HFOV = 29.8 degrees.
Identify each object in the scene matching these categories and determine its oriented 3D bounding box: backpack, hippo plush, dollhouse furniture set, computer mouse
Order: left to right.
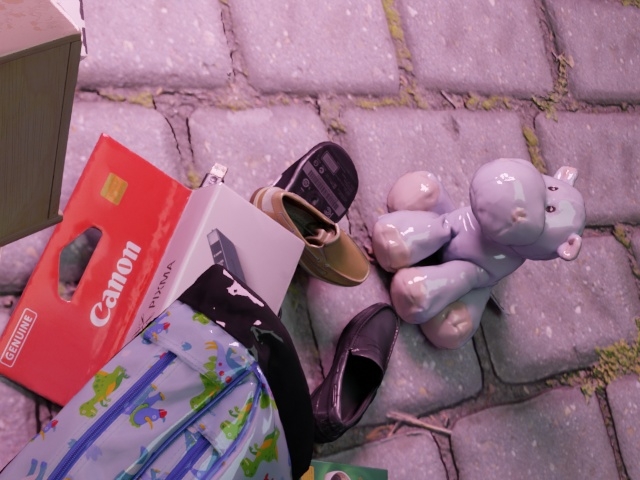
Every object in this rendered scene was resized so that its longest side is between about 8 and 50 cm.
[{"bbox_3d":[-0.395,-0.200,1.087,0.362,0.256,0.394,-26,64,-34],"label":"dollhouse furniture set"},{"bbox_3d":[-0.160,0.246,1.081,0.355,0.290,0.273,-30,55,-25],"label":"backpack"},{"bbox_3d":[-0.070,-0.043,1.477,0.184,0.060,0.262,46,60,-26],"label":"computer mouse"},{"bbox_3d":[0.239,0.015,1.613,0.294,0.236,0.234,28,56,-33],"label":"hippo plush"}]

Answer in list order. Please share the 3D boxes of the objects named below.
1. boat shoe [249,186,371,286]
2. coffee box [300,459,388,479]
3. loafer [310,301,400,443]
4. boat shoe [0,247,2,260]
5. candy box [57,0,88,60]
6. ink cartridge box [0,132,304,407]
[{"bbox_3d":[0.000,0.000,1.444,0.190,0.072,0.068,33,67,-33],"label":"boat shoe"},{"bbox_3d":[0.004,0.318,1.417,0.184,0.040,0.113,14,66,-39],"label":"coffee box"},{"bbox_3d":[0.052,0.160,1.495,0.076,0.078,0.223,50,47,-18],"label":"loafer"},{"bbox_3d":[-0.345,0.000,1.190,0.077,0.070,0.219,26,58,-34],"label":"boat shoe"},{"bbox_3d":[-0.346,-0.288,1.300,0.164,0.070,0.196,7,69,-42],"label":"candy box"},{"bbox_3d":[-0.175,0.066,1.297,0.261,0.066,0.296,35,63,-29],"label":"ink cartridge box"}]
